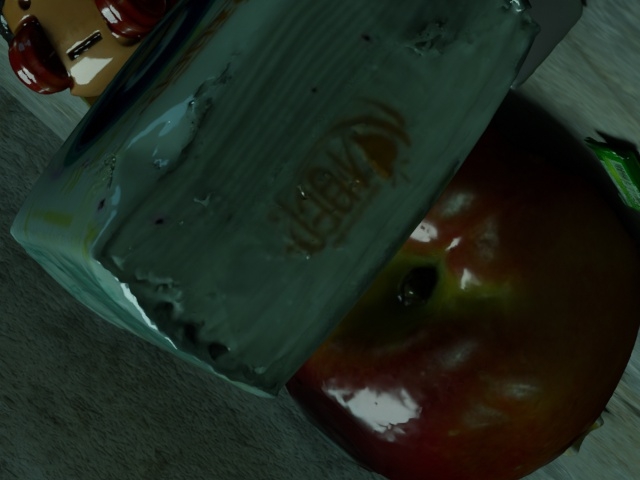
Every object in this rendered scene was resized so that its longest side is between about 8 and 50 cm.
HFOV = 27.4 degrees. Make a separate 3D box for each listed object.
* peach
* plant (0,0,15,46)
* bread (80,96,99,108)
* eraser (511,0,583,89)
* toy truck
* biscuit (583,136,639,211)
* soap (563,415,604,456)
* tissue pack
[{"bbox_3d":[0.112,0.070,1.221,0.335,0.310,0.406,35,167,17],"label":"peach"},{"bbox_3d":[-0.321,-0.293,1.646,0.234,0.204,0.178,43,174,32],"label":"plant"},{"bbox_3d":[-0.232,-0.176,1.889,0.077,0.138,0.361,34,166,44],"label":"bread"},{"bbox_3d":[0.039,-0.222,0.918,0.287,0.086,0.130,34,166,34],"label":"eraser"},{"bbox_3d":[-0.230,-0.276,1.419,0.265,0.189,0.239,62,-151,1],"label":"toy truck"},{"bbox_3d":[0.247,-0.049,1.045,0.089,0.016,0.046,50,168,-33],"label":"biscuit"},{"bbox_3d":[0.235,0.159,1.701,0.257,0.080,0.160,46,169,-19],"label":"soap"},{"bbox_3d":[-0.057,-0.065,0.886,0.162,0.287,0.388,39,170,-17],"label":"tissue pack"}]
